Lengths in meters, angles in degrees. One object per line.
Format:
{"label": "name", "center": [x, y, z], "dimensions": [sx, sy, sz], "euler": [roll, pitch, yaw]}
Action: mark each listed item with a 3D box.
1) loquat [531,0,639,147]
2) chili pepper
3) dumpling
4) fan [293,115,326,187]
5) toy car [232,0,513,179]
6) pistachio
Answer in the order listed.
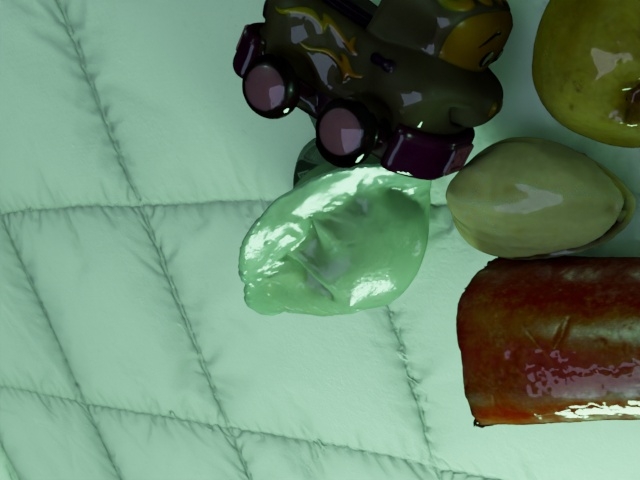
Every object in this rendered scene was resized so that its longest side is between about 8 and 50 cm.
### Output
{"label": "loquat", "center": [0.331, -0.202, 1.000], "dimensions": [0.208, 0.208, 0.208], "euler": [20, 129, 27]}
{"label": "chili pepper", "center": [0.349, 0.131, 1.163], "dimensions": [0.305, 0.251, 0.229], "euler": [1, 98, 33]}
{"label": "dumpling", "center": [0.013, -0.006, 1.368], "dimensions": [0.270, 0.212, 0.321], "euler": [5, 115, -8]}
{"label": "fan", "center": [0.015, -0.098, 1.444], "dimensions": [0.294, 0.012, 0.223], "euler": [44, 137, 6]}
{"label": "toy car", "center": [0.072, -0.239, 1.152], "dimensions": [0.340, 0.271, 0.240], "euler": [32, 115, 18]}
{"label": "pistachio", "center": [0.273, -0.052, 1.168], "dimensions": [0.229, 0.157, 0.157], "euler": [4, 121, 29]}
